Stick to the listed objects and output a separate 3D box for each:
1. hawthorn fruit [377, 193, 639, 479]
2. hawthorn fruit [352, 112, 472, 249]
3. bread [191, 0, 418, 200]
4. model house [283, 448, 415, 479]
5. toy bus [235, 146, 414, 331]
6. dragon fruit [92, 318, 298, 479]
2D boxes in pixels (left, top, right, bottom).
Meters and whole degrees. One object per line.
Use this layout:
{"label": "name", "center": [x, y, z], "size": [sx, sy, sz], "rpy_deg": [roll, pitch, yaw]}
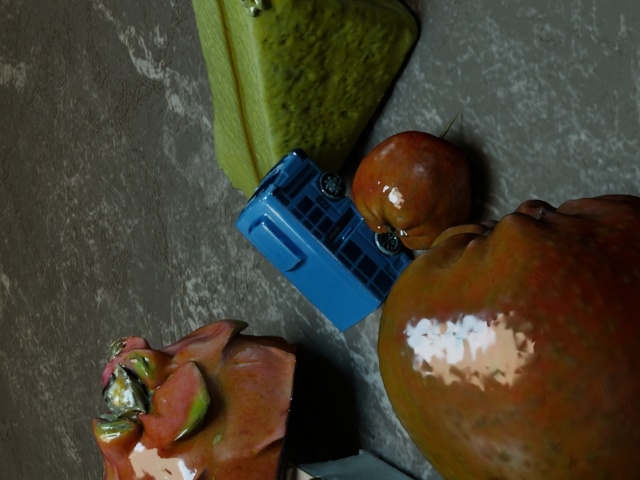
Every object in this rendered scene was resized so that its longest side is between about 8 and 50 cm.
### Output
{"label": "hawthorn fruit", "center": [0.192, 0.115, 0.941], "size": [0.277, 0.277, 0.298], "rpy_deg": [-22, 91, 55]}
{"label": "hawthorn fruit", "center": [0.093, -0.058, 1.196], "size": [0.125, 0.125, 0.140], "rpy_deg": [25, 114, 53]}
{"label": "bread", "center": [-0.085, -0.171, 1.359], "size": [0.233, 0.245, 0.362], "rpy_deg": [54, 130, 39]}
{"label": "model house", "center": [0.070, 0.384, 1.211], "size": [0.326, 0.169, 0.244], "rpy_deg": [20, 110, 53]}
{"label": "toy bus", "center": [0.000, 0.000, 1.283], "size": [0.184, 0.106, 0.090], "rpy_deg": [44, 142, -4]}
{"label": "dragon fruit", "center": [-0.150, 0.235, 1.388], "size": [0.305, 0.225, 0.305], "rpy_deg": [-173, 90, -88]}
